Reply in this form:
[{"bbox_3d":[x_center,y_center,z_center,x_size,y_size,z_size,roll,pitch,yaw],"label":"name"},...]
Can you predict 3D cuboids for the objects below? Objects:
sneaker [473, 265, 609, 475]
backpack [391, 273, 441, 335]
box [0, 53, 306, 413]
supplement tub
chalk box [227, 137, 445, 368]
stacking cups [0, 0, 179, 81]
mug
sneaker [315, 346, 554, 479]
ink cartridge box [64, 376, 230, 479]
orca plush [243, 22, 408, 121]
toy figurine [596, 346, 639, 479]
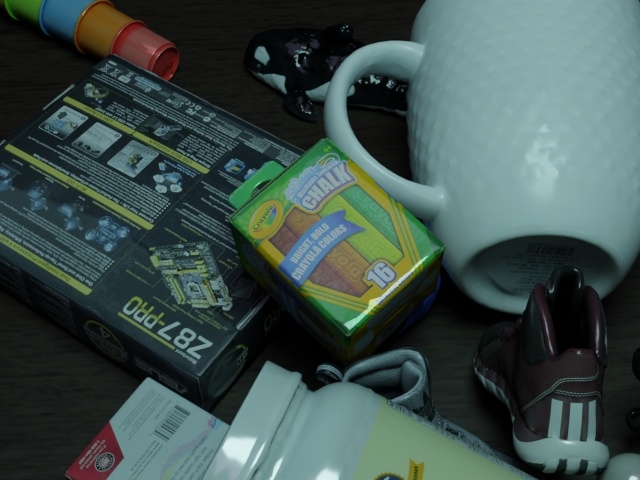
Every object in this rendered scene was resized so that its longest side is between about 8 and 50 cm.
[{"bbox_3d":[0.219,0.090,0.975,0.106,0.162,0.281,1,16,-5],"label":"sneaker"},{"bbox_3d":[0.074,0.035,1.127,0.120,0.098,0.101,36,43,27],"label":"backpack"},{"bbox_3d":[-0.191,-0.027,1.178,0.395,0.097,0.318,28,55,19],"label":"box"},{"bbox_3d":[0.053,0.259,0.821,0.325,0.235,0.235,28,55,1],"label":"supplement tub"},{"bbox_3d":[0.000,0.000,1.013,0.132,0.132,0.213,-43,73,-14],"label":"chalk box"},{"bbox_3d":[-0.336,-0.300,1.402,0.316,0.096,0.096,33,59,20],"label":"stacking cups"},{"bbox_3d":[0.185,-0.108,1.114,0.374,0.276,0.328,12,56,-11],"label":"mug"},{"bbox_3d":[0.110,0.192,0.959,0.268,0.153,0.101,15,42,13],"label":"sneaker"},{"bbox_3d":[-0.133,0.233,0.985,0.175,0.072,0.127,27,56,20],"label":"ink cartridge box"},{"bbox_3d":[0.029,-0.225,1.328,0.287,0.102,0.151,34,59,24],"label":"orca plush"},{"bbox_3d":[0.368,0.202,0.929,0.209,0.148,0.213,8,49,33],"label":"toy figurine"}]
